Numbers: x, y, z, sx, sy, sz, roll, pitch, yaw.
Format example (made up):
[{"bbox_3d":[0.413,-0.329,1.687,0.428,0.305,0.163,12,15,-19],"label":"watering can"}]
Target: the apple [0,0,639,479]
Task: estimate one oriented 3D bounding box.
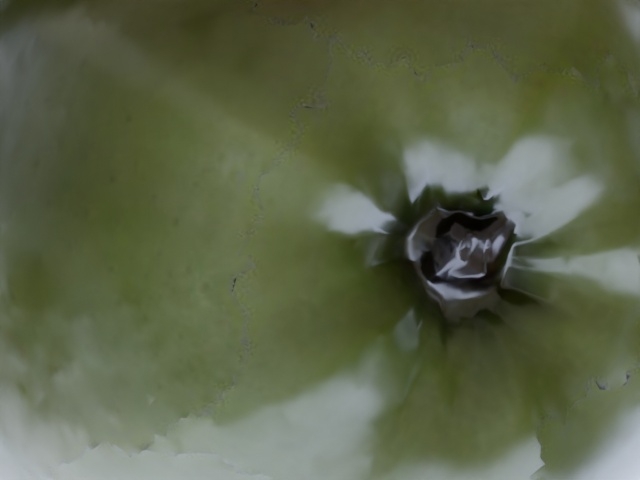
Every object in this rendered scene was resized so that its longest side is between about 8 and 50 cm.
[{"bbox_3d":[0.000,0.000,0.769,0.357,0.357,0.357,-19,-143,15],"label":"apple"}]
